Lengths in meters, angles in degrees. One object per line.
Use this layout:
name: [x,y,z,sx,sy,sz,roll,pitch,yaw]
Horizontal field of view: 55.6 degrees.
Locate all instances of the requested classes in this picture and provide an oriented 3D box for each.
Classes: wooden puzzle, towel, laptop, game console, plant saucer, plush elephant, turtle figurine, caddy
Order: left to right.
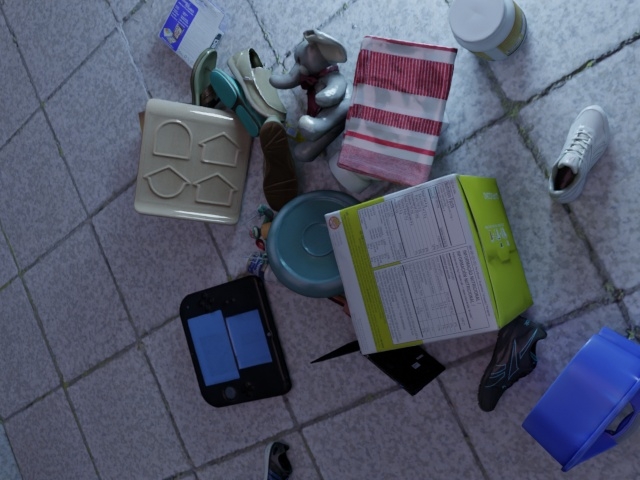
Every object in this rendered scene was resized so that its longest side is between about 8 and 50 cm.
wooden puzzle: [-0.389,-0.236,1.865,0.080,0.323,0.347,-146,64,-71]
game console: [-0.283,0.331,1.953,0.342,0.060,0.386,-18,86,31]
turtle figurine: [-0.138,-0.031,1.799,0.234,0.118,0.175,-11,104,16]
plush elephant: [-0.006,-0.414,1.606,0.330,0.272,0.255,-42,87,-3]
plant saucer: [0.000,0.000,1.675,0.318,0.043,0.317,-3,72,9]
laptop: [0.154,0.329,1.595,0.264,0.234,0.136,38,113,22]
towel: [0.175,-0.304,1.438,0.237,0.037,0.328,17,106,23]
caddy: [0.607,0.355,1.331,0.179,0.241,0.341,39,113,26]

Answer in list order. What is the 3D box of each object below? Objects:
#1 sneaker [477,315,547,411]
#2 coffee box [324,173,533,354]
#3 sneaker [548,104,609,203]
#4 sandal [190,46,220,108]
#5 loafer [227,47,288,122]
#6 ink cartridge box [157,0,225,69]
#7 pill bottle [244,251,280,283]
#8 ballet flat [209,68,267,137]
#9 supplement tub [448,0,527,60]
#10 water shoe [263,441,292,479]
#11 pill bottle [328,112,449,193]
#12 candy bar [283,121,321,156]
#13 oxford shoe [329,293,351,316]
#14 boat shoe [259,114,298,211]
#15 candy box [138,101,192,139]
sneaker: [0.465,0.313,1.490,0.106,0.101,0.267,23,106,24]
coffee box: [0.267,0.050,1.441,0.335,0.338,0.337,-18,85,30]
sneaker: [0.579,-0.190,1.363,0.091,0.115,0.232,23,106,27]
sandal: [-0.349,-0.446,1.895,0.087,0.120,0.302,14,109,11]
loafer: [-0.177,-0.461,1.785,0.092,0.102,0.268,-43,76,29]
ink cartridge box: [-0.401,-0.677,1.928,0.206,0.045,0.208,45,116,19]
pill bottle: [-0.167,0.086,1.855,0.120,0.067,0.067,24,106,26]
ballet flat: [-0.234,-0.418,1.830,0.247,0.087,0.083,52,137,4]
supplement tub: [0.385,-0.500,1.396,0.145,0.200,0.144,3,96,30]
water shoe: [-0.130,0.734,1.895,0.080,0.073,0.202,-4,93,28]
pill bottle: [0.167,-0.260,1.566,0.302,0.169,0.169,-40,75,27]
candy bar: [-0.054,-0.300,1.778,0.162,0.018,0.040,34,107,24]
oxford shoe: [0.066,0.119,1.716,0.348,0.123,0.130,38,86,23]
boat shoe: [-0.118,-0.220,1.768,0.105,0.089,0.285,-1,120,0]
candy box: [-0.487,-0.279,1.993,0.183,0.088,0.316,-6,93,31]
